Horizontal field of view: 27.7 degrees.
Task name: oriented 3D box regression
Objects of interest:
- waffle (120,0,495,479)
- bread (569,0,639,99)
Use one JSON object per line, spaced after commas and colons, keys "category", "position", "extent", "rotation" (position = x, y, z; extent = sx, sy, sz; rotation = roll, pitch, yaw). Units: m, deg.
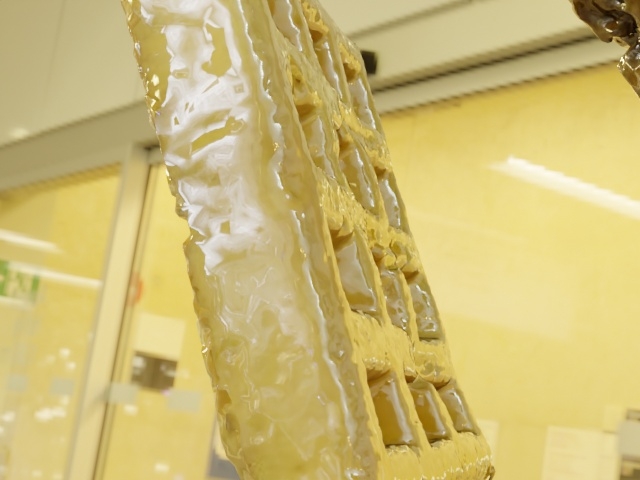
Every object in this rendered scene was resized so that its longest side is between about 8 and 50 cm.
{"category": "waffle", "position": [0.000, 0.000, 0.534], "extent": [0.055, 0.248, 0.221], "rotation": [-19, -12, 12]}
{"category": "bread", "position": [0.193, -0.127, 0.630], "extent": [0.230, 0.123, 0.230], "rotation": [35, 22, -16]}
